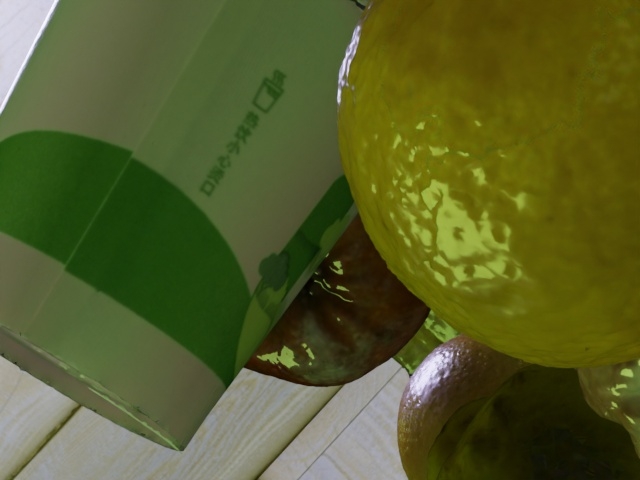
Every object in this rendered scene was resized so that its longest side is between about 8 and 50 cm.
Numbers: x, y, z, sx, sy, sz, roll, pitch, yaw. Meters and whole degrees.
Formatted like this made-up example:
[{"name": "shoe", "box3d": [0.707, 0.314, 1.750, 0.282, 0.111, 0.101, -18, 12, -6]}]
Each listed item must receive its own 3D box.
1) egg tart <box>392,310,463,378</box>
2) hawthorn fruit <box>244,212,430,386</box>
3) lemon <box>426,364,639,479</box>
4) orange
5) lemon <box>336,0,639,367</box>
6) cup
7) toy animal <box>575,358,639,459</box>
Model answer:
[{"name": "egg tart", "box3d": [0.155, 0.125, 2.360, 0.345, 0.132, 0.345, 41, 180, 0]}, {"name": "hawthorn fruit", "box3d": [-0.001, 0.018, 1.694, 0.231, 0.235, 0.263, 39, 178, 26]}, {"name": "lemon", "box3d": [0.231, 0.236, 1.452, 0.316, 0.285, 0.285, 36, 179, -9]}, {"name": "orange", "box3d": [0.189, 0.193, 1.918, 0.236, 0.236, 0.236, 43, 178, 2]}, {"name": "lemon", "box3d": [0.080, -0.030, 0.621, 0.142, 0.142, 0.187, 41, 172, 45]}, {"name": "cup", "box3d": [-0.095, -0.037, 1.135, 0.253, 0.274, 0.253, 30, 166, 8]}, {"name": "toy animal", "box3d": [0.154, 0.035, 1.111, 0.185, 0.104, 0.184, 47, -178, 36]}]
